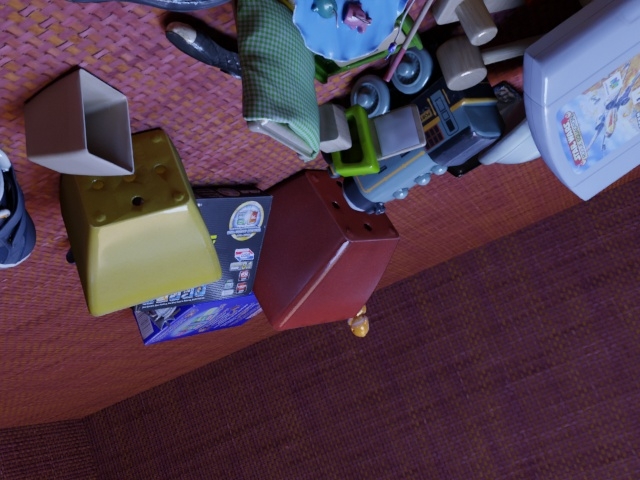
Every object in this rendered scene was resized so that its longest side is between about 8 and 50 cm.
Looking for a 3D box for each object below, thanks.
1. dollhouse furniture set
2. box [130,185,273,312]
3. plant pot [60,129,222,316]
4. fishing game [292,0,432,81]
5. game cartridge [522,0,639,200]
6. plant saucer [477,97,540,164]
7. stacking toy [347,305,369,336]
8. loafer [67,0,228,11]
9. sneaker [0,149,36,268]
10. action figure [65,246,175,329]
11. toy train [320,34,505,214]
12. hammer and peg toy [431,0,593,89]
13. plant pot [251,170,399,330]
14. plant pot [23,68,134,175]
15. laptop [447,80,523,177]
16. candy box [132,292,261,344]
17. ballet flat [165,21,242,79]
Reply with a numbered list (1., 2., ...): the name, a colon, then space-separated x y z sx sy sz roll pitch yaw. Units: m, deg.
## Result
1. dollhouse furniture set: 0.026 -0.208 0.935 0.151 0.197 0.301 -16 167 20
2. box: -0.227 0.011 1.432 0.270 0.060 0.216 -5 118 -45
3. plant pot: -0.281 -0.043 1.164 0.212 0.212 0.187 -17 152 -16
4. fishing game: 0.047 -0.284 0.834 0.264 0.041 0.189 24 97 -50
5. game cartridge: 0.377 -0.183 1.029 0.198 0.062 0.297 -39 137 2
6. plant saucer: 0.420 -0.245 1.210 0.400 0.100 0.400 -47 179 -1
7. stacking toy: 0.056 0.089 1.861 0.166 0.301 0.175 -11 162 -31
8. loafer: -0.162 -0.267 0.736 0.223 0.076 0.078 -8 169 -28
9. sneaker: -0.455 -0.044 1.042 0.128 0.126 0.321 -17 164 8
10. action figure: -0.364 0.075 1.507 0.099 0.185 0.285 -52 153 -10
11. toy train: 0.133 -0.176 1.224 0.142 0.190 0.334 -9 162 -47
12. hammer and peg toy: 0.275 -0.344 0.956 0.266 0.127 0.361 -18 166 -17
13. plant pot: 0.000 0.000 1.599 0.267 0.267 0.236 -3 146 -49
14. plant pot: -0.308 -0.136 0.968 0.096 0.109 0.109 -12 168 15
15. laptop: 0.351 -0.249 1.623 0.234 0.136 0.264 -32 136 34
16. candy box: -0.276 0.148 1.983 0.317 0.122 0.268 -5 157 -44
17. ballet flat: -0.132 -0.241 0.956 0.173 0.057 0.049 8 107 -63
